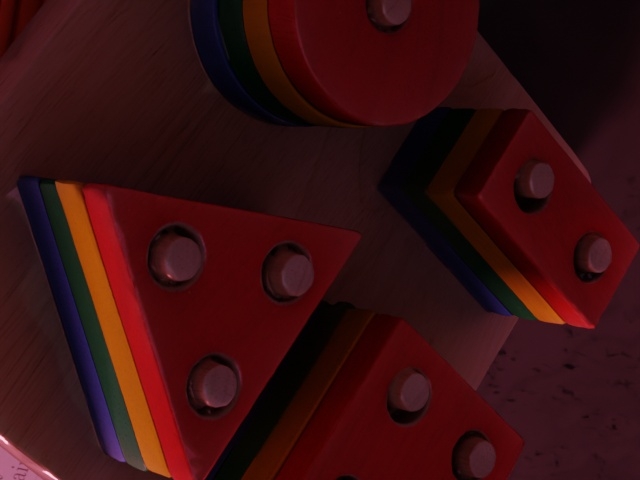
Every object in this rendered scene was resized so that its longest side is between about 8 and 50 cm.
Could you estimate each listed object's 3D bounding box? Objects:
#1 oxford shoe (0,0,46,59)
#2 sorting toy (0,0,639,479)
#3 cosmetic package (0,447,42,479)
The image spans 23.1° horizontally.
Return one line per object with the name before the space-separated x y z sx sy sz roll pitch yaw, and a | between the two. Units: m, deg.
oxford shoe | -0.169 -0.047 0.613 0.133 0.130 0.364 -19 139 39
sorting toy | 0.000 0.000 0.593 0.255 0.089 0.257 46 67 -33
cosmetic package | -0.183 0.074 0.683 0.231 0.085 0.117 15 116 -23
